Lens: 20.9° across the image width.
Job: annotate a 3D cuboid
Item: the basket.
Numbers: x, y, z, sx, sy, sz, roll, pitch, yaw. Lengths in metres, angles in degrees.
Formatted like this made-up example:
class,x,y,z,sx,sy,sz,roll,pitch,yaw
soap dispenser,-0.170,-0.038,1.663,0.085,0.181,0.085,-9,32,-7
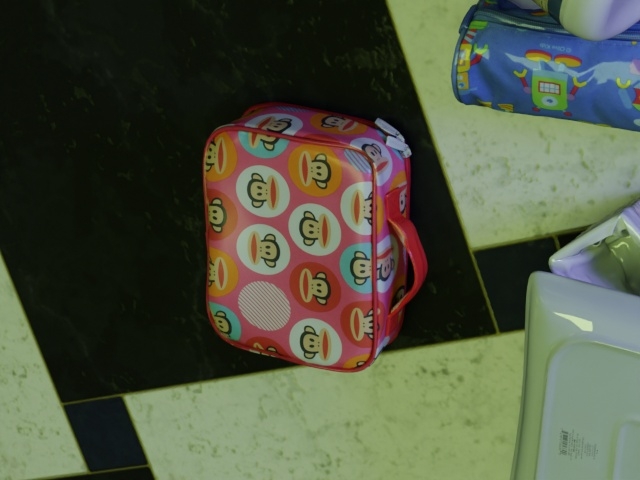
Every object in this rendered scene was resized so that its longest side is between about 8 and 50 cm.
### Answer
class,x,y,z,sx,sy,sz,roll,pitch,yaw
basket,0.339,0.044,1.824,0.113,0.103,0.167,-35,93,35

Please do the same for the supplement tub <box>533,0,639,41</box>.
class,x,y,z,sx,sy,sz,roll,pitch,yaw
supplement tub,0.213,-0.365,1.624,0.316,0.228,0.228,45,125,15

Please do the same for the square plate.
class,x,y,z,sx,sy,sz,roll,pitch,yaw
square plate,0.359,0.225,1.809,0.344,0.049,0.347,15,123,21

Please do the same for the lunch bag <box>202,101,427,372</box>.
class,x,y,z,sx,sy,sz,roll,pitch,yaw
lunch bag,0.000,0.000,1.975,0.258,0.120,0.293,12,116,23

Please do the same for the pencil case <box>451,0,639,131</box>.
class,x,y,z,sx,sy,sz,roll,pitch,yaw
pencil case,0.283,-0.178,1.744,0.306,0.119,0.133,10,143,24
